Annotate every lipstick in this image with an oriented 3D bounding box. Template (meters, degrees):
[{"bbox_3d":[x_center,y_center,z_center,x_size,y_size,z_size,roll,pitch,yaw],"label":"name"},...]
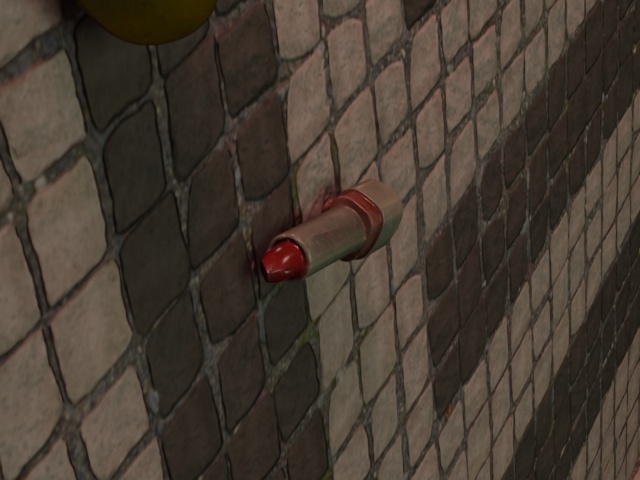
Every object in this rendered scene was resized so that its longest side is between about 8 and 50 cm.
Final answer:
[{"bbox_3d":[-0.001,-0.001,1.230,0.186,0.057,0.063,-27,151,-55],"label":"lipstick"}]

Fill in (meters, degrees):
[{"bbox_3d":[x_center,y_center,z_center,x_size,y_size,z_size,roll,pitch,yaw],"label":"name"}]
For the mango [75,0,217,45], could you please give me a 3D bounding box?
[{"bbox_3d":[-0.111,-0.229,0.856,0.137,0.091,0.237,-52,144,-56],"label":"mango"}]
